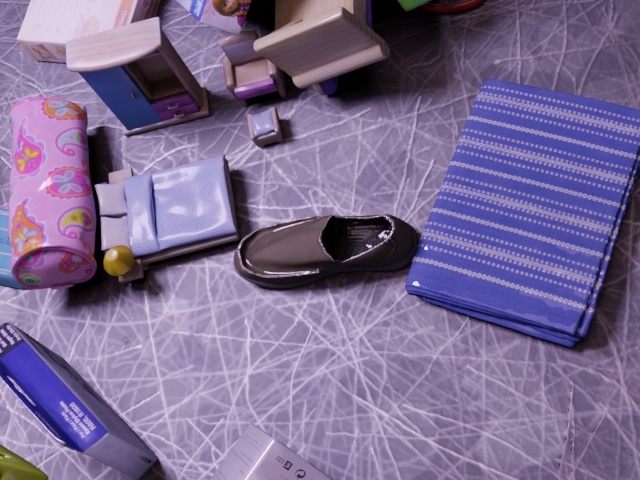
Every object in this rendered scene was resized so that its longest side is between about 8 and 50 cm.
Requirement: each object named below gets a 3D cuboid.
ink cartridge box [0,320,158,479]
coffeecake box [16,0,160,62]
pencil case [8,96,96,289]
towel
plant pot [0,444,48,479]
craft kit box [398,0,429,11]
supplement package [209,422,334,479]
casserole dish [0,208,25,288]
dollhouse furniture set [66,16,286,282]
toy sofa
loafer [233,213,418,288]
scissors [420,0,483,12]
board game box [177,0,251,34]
[{"bbox_3d":[-0.326,0.196,1.372,0.223,0.224,0.045,40,83,25],"label":"ink cartridge box"},{"bbox_3d":[-0.357,-0.350,1.692,0.186,0.068,0.142,7,70,18],"label":"coffeecake box"},{"bbox_3d":[-0.380,-0.070,1.540,0.124,0.124,0.284,-17,57,8],"label":"pencil case"},{"bbox_3d":[0.274,-0.045,1.418,0.243,0.040,0.336,16,71,21],"label":"towel"},{"bbox_3d":[-0.520,0.328,1.351,0.228,0.207,0.227,16,72,36],"label":"plant pot"},{"bbox_3d":[0.096,-0.484,1.490,0.061,0.250,0.246,-16,38,39],"label":"craft kit box"},{"bbox_3d":[-0.084,0.382,1.227,0.175,0.177,0.293,37,80,-8],"label":"supplement package"},{"bbox_3d":[-0.468,0.005,1.594,0.188,0.037,0.114,11,72,18],"label":"casserole dish"},{"bbox_3d":[-0.192,-0.123,1.483,0.286,0.198,0.303,-13,66,10],"label":"dollhouse furniture set"},{"bbox_3d":[0.016,-0.398,1.530,0.150,0.177,0.362,-16,63,32],"label":"toy sofa"},{"bbox_3d":[0.000,0.000,1.440,0.251,0.087,0.094,-10,66,11],"label":"loafer"},{"bbox_3d":[0.285,-0.381,1.563,0.297,0.021,0.109,0,66,14],"label":"scissors"},{"bbox_3d":[-0.128,-0.477,1.514,0.318,0.066,0.318,-70,25,15],"label":"board game box"}]
